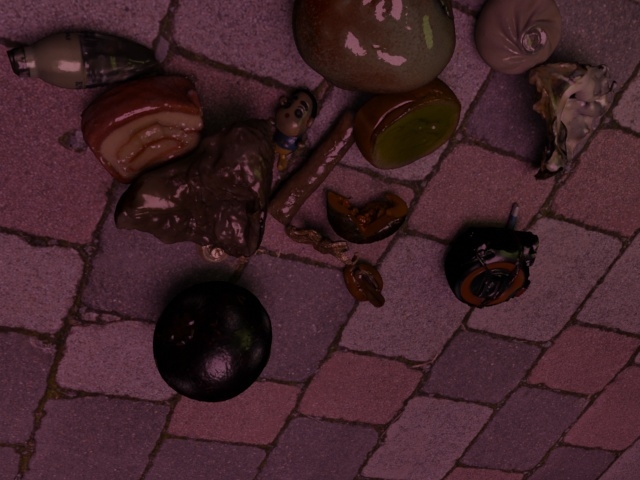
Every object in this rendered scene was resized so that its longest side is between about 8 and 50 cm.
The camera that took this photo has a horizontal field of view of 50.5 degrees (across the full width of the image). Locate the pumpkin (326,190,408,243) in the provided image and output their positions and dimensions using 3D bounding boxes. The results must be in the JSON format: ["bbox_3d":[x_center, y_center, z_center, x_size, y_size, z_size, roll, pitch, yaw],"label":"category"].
[{"bbox_3d":[0.097,-0.046,1.519,0.183,0.119,0.108,3,123,-11],"label":"pumpkin"}]

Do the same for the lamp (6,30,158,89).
[{"bbox_3d":[-0.413,-0.317,1.193,0.250,0.101,0.101,-10,128,-23],"label":"lamp"}]

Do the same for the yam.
[{"bbox_3d":[-0.007,-0.155,1.443,0.066,0.066,0.300,30,114,-31],"label":"yam"}]

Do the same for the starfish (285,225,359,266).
[{"bbox_3d":[-0.002,0.010,1.535,0.150,0.053,0.209,3,164,35],"label":"starfish"}]

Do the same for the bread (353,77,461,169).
[{"bbox_3d":[0.176,-0.233,1.373,0.236,0.070,0.236,-23,156,-11],"label":"bread"}]

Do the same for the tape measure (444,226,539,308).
[{"bbox_3d":[0.415,0.068,1.678,0.202,0.135,0.223,3,130,-12],"label":"tape measure"}]

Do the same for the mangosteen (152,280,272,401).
[{"bbox_3d":[-0.236,0.232,1.543,0.287,0.288,0.288,-8,127,-10],"label":"mangosteen"}]

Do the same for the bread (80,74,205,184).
[{"bbox_3d":[-0.322,-0.214,1.261,0.244,0.123,0.190,-30,144,5],"label":"bread"}]

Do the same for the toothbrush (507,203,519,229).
[{"bbox_3d":[0.473,0.023,1.737,0.025,0.019,0.276,-3,127,-4],"label":"toothbrush"}]

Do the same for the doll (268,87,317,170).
[{"bbox_3d":[-0.062,-0.226,1.367,0.089,0.102,0.179,-20,143,-61],"label":"doll"}]

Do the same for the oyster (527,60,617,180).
[{"bbox_3d":[0.518,-0.263,1.450,0.238,0.114,0.351,-57,143,1],"label":"oyster"}]

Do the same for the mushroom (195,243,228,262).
[{"bbox_3d":[-0.234,0.012,1.501,0.083,0.067,0.084,-5,120,-9],"label":"mushroom"}]

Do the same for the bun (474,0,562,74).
[{"bbox_3d":[0.394,-0.406,1.335,0.172,0.120,0.173,-6,126,-8],"label":"bun"}]

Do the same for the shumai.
[{"bbox_3d":[-0.236,-0.104,1.314,0.283,0.217,0.346,6,153,-3],"label":"shumai"}]

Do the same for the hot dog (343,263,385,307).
[{"bbox_3d":[0.111,0.113,1.677,0.089,0.060,0.140,-20,132,5],"label":"hot dog"}]

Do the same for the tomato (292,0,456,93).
[{"bbox_3d":[0.103,-0.397,1.183,0.303,0.239,0.304,-6,127,-8],"label":"tomato"}]
